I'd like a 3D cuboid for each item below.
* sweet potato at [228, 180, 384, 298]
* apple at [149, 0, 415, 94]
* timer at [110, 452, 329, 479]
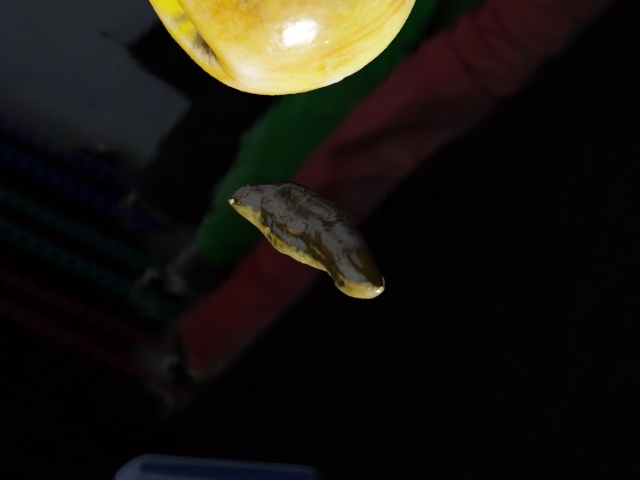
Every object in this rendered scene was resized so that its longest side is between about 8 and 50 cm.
[{"bbox_3d":[0.002,-0.001,1.316,0.053,0.054,0.182,-36,-142,-16],"label":"sweet potato"},{"bbox_3d":[-0.046,-0.271,1.667,0.233,0.286,0.286,-35,-160,-15],"label":"apple"},{"bbox_3d":[0.069,0.249,1.069,0.270,0.383,0.270,-5,90,-87],"label":"timer"}]
